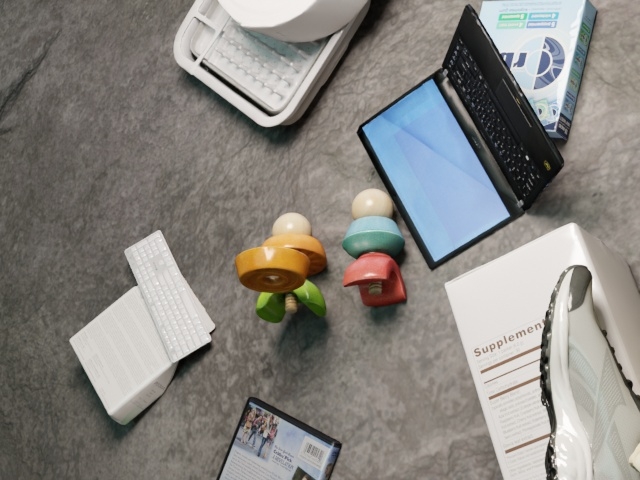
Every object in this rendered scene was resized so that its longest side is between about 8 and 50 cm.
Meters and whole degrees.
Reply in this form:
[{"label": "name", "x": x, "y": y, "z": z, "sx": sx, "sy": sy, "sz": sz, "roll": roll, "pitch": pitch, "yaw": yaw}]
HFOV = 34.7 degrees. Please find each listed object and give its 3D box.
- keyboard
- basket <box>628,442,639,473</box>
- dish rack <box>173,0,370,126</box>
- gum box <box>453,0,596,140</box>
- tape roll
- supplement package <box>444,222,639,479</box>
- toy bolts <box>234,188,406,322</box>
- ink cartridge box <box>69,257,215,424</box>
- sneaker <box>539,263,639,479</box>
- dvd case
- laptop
[{"label": "keyboard", "x": -0.252, "y": 0.087, "z": 1.677, "sx": 0.072, "sy": 0.014, "sz": 0.256, "roll": -34, "pitch": 53, "yaw": 4}, {"label": "basket", "x": 0.504, "y": 0.168, "z": 0.890, "sx": 0.266, "sy": 0.328, "sz": 0.331, "roll": 35, "pitch": 98, "yaw": 43}, {"label": "dish rack", "x": -0.075, "y": -0.349, "z": 1.666, "sx": 0.333, "sy": 0.072, "sz": 0.285, "roll": 40, "pitch": 100, "yaw": 39}, {"label": "gum box", "x": 0.273, "y": -0.231, "z": 1.378, "sx": 0.157, "sy": 0.041, "sz": 0.184, "roll": 9, "pitch": 82, "yaw": 39}, {"label": "tape roll", "x": -0.038, "y": -0.445, "z": 1.532, "sx": 0.286, "sy": 0.100, "sz": 0.286, "roll": -4, "pitch": 84, "yaw": 37}, {"label": "supplement package", "x": 0.288, "y": 0.161, "z": 1.149, "sx": 0.175, "sy": 0.177, "sz": 0.293, "roll": -28, "pitch": 60, "yaw": 26}, {"label": "toy bolts", "x": 0.000, "y": 0.000, "z": 1.427, "sx": 0.228, "sy": 0.218, "sz": 0.159, "roll": -8, "pitch": 63, "yaw": 17}, {"label": "ink cartridge box", "x": -0.287, "y": 0.164, "z": 1.690, "sx": 0.224, "sy": 0.056, "sz": 0.181, "roll": -38, "pitch": 53, "yaw": -1}, {"label": "sneaker", "x": 0.270, "y": 0.154, "z": 1.003, "sx": 0.108, "sy": 0.100, "sz": 0.272, "roll": -4, "pitch": 67, "yaw": 8}, {"label": "dvd case", "x": -0.084, "y": 0.372, "z": 1.469, "sx": 0.180, "sy": 0.022, "sz": 0.253, "roll": 20, "pitch": 88, "yaw": 41}, {"label": "laptop", "x": 0.167, "y": -0.124, "z": 1.321, "sx": 0.136, "sy": 0.264, "sz": 0.234, "roll": -25, "pitch": 77, "yaw": -11}]
